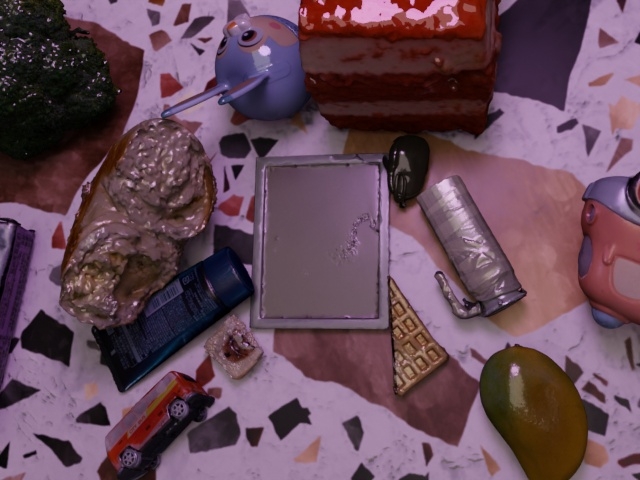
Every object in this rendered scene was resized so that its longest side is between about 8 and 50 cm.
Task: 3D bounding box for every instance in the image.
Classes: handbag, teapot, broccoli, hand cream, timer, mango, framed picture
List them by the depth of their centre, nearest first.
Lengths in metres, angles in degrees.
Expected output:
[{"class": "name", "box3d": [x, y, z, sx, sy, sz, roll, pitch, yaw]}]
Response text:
[{"class": "mango", "box3d": [0.294, 0.232, 1.061, 0.122, 0.085, 0.191, -32, 84, -7]}, {"class": "teapot", "box3d": [0.203, 0.018, 1.121, 0.107, 0.077, 0.200, -30, 75, 8]}, {"class": "timer", "box3d": [-0.111, -0.257, 1.150, 0.175, 0.255, 0.175, 4, 97, 36]}, {"class": "handbag", "box3d": [0.128, -0.105, 1.174, 0.072, 0.047, 0.111, 9, 83, -3]}, {"class": "framed picture", "box3d": [0.000, 0.000, 1.196, 0.216, 0.016, 0.274, 0, 79, 11]}, {"class": "hand cream", "box3d": [-0.230, 0.115, 1.199, 0.270, 0.061, 0.120, -33, 74, 10]}, {"class": "broccoli", "box3d": [-0.482, -0.293, 1.233, 0.303, 0.321, 0.283, -7, 47, 0]}]

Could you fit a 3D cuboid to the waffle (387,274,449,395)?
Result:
[{"class": "waffle", "box3d": [0.107, 0.137, 1.131, 0.097, 0.023, 0.153, -35, 86, 2]}]

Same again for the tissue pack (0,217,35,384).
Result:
[{"class": "tissue pack", "box3d": [-0.616, 0.132, 1.239, 0.259, 0.122, 0.362, 9, 79, 10]}]

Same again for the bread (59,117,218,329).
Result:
[{"class": "bread", "box3d": [-0.282, -0.024, 1.176, 0.171, 0.192, 0.314, 27, 82, -28]}]

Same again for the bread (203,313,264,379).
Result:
[{"class": "bread", "box3d": [-0.131, 0.163, 1.177, 0.070, 0.035, 0.083, -45, 77, 11]}]

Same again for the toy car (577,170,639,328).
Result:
[{"class": "toy car", "box3d": [0.456, 0.034, 1.024, 0.270, 0.180, 0.213, 23, 94, 14]}]

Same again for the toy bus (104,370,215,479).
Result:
[{"class": "toy bus", "box3d": [-0.245, 0.273, 1.162, 0.174, 0.079, 0.077, -45, 66, 1]}]

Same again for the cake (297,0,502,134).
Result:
[{"class": "cake", "box3d": [0.116, -0.318, 1.078, 0.270, 0.319, 0.270, 3, 78, 12]}]
